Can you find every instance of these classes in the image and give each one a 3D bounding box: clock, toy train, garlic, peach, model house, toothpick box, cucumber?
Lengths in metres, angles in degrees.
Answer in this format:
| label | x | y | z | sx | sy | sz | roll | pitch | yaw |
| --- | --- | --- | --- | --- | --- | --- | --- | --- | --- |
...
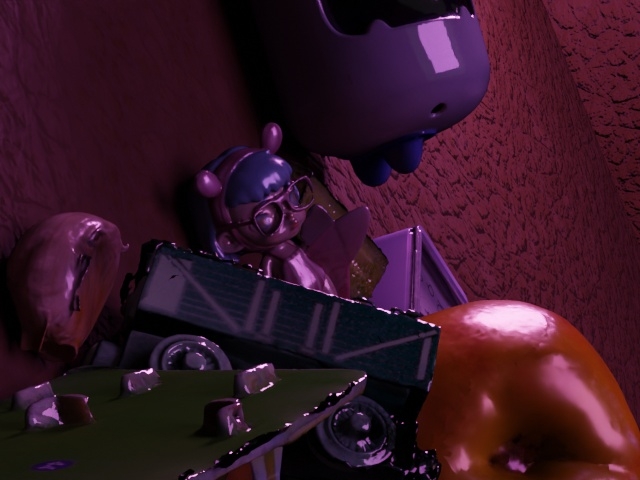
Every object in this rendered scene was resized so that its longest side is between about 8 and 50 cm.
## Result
| label | x | y | z | sx | sy | sz | roll | pitch | yaw |
| --- | --- | --- | --- | --- | --- | --- | --- | --- | --- |
| clock | 0.108 | 0.098 | 1.669 | 0.145 | 0.073 | 0.193 | 55 | 26 | -34 |
| toy train | -0.036 | 0.104 | 1.086 | 0.115 | 0.269 | 0.154 | 108 | -2 | -48 |
| garlic | -0.182 | 0.020 | 1.061 | 0.152 | 0.066 | 0.084 | -77 | 169 | -48 |
| peach | 0.122 | 0.204 | 1.296 | 0.308 | 0.288 | 0.289 | 132 | -54 | -66 |
| model house | -0.124 | 0.241 | 0.849 | 0.357 | 0.242 | 0.313 | -20 | 109 | -64 |
| toothpick box | 0.039 | -0.238 | 1.595 | 0.263 | 0.263 | 0.355 | -4 | 76 | -68 |
| cucumber | -0.003 | 0.001 | 1.513 | 0.078 | 0.062 | 0.211 | -63 | 148 | -15 |

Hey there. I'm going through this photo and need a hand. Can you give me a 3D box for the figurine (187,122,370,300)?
| label | x | y | z | sx | sy | sz | roll | pitch | yaw |
| --- | --- | --- | --- | --- | --- | --- | --- | --- | --- |
| figurine | -0.048 | 0.042 | 1.336 | 0.205 | 0.103 | 0.260 | -37 | 112 | -30 |
